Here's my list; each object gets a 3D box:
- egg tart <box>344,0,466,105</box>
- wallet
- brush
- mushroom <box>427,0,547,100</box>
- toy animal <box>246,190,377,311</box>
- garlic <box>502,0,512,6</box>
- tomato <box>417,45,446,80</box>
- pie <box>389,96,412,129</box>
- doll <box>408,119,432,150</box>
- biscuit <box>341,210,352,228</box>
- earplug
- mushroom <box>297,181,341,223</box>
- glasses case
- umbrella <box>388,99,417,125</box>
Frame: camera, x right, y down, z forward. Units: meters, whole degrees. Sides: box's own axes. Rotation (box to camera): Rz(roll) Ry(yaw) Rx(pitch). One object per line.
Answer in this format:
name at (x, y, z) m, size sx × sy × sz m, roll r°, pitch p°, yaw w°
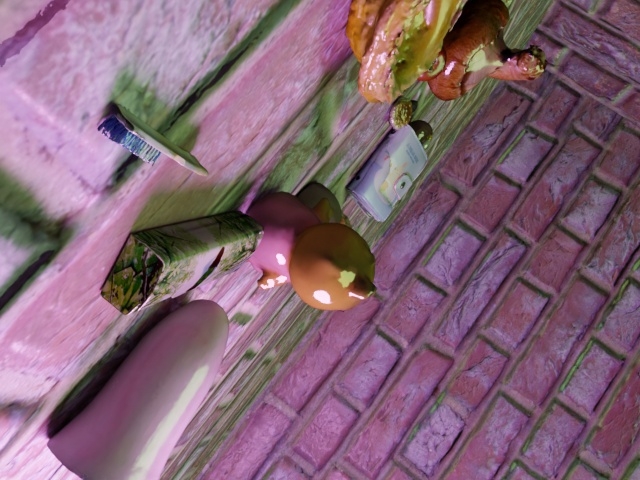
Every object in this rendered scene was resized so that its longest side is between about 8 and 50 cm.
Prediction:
egg tart at (0.130, -0.333, 0.767) m, size 0.288 × 0.118 × 0.288 m, roll -48°, pitch 167°, yaw -15°
wallet at (0.191, -0.191, 1.519) m, size 0.250 × 0.075 × 0.176 m, roll -53°, pitch 137°, yaw -8°
brush at (-0.156, -0.087, 0.533) m, size 0.030 × 0.033 × 0.178 m, roll -48°, pitch 170°, yaw 1°
mushroom at (0.371, -0.443, 1.324) m, size 0.267 × 0.254 × 0.267 m, roll -25°, pitch 169°, yaw -5°
toy animal at (-0.015, 0.021, 0.905) m, size 0.195 × 0.281 × 0.169 m, roll -52°, pitch 149°, yaw -8°
garlic at (0.467, -0.639, 1.414) m, size 0.113 × 0.074 × 0.094 m, roll -67°, pitch 177°, yaw -62°
tomato at (0.217, -0.377, 1.131) m, size 0.087 × 0.087 × 0.075 m, roll -59°, pitch -152°, yaw 25°
pie at (0.199, -0.314, 1.339) m, size 0.084 × 0.020 × 0.084 m, roll -26°, pitch 126°, yaw -41°
doll at (0.267, -0.285, 1.645) m, size 0.188 × 0.096 × 0.145 m, roll -44°, pitch 162°, yaw 0°
biscuit at (-0.001, -0.001, 1.358) m, size 0.213 × 0.091 × 0.274 m, roll -55°, pitch 172°, yaw -7°
earplug at (-0.247, 0.224, 0.842) m, size 0.301 × 0.172 × 0.172 m, roll -57°, pitch 172°, yaw -20°
mushroom at (-0.025, -0.031, 1.134) m, size 0.188 × 0.117 × 0.141 m, roll -44°, pitch 155°, yaw -24°
glasses case at (-0.172, 0.024, 0.745) m, size 0.095 × 0.062 × 0.272 m, roll -57°, pitch 169°, yaw 18°
umbrella at (0.213, -0.332, 1.405) m, size 0.133 × 0.031 × 0.036 m, roll -44°, pitch 141°, yaw -43°
